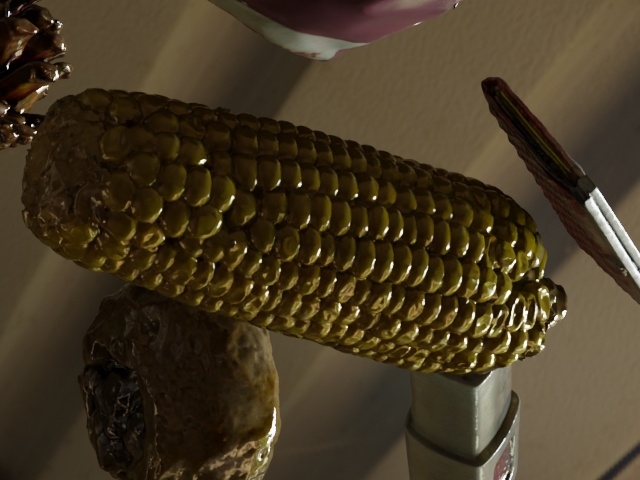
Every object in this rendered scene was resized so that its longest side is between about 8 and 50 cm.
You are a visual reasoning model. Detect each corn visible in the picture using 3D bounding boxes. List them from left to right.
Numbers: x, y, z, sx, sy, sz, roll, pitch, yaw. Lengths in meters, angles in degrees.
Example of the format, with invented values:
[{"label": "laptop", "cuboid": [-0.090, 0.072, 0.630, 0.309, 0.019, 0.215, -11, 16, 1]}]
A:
[{"label": "corn", "cuboid": [0.000, 0.000, 0.779, 0.322, 0.119, 0.119, 13, -42, -32]}]

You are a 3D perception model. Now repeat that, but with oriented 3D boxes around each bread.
[{"label": "bread", "cuboid": [-0.131, 0.132, 1.288, 0.230, 0.123, 0.230, 7, -81, 54]}]

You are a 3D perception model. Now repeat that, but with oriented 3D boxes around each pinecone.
[{"label": "pinecone", "cuboid": [-0.300, -0.151, 1.262, 0.179, 0.195, 0.150, 0, -47, 10]}]

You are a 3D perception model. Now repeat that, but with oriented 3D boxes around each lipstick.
[{"label": "lipstick", "cuboid": [0.107, 0.132, 1.120, 0.077, 0.079, 0.253, 25, -27, 20]}]

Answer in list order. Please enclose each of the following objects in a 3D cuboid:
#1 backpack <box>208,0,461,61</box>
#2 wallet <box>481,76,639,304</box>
[{"label": "backpack", "cuboid": [0.005, -0.233, 0.838, 0.283, 0.197, 0.317, 26, -11, -27]}, {"label": "wallet", "cuboid": [0.152, -0.015, 0.852, 0.020, 0.103, 0.196, -40, -35, 5]}]
